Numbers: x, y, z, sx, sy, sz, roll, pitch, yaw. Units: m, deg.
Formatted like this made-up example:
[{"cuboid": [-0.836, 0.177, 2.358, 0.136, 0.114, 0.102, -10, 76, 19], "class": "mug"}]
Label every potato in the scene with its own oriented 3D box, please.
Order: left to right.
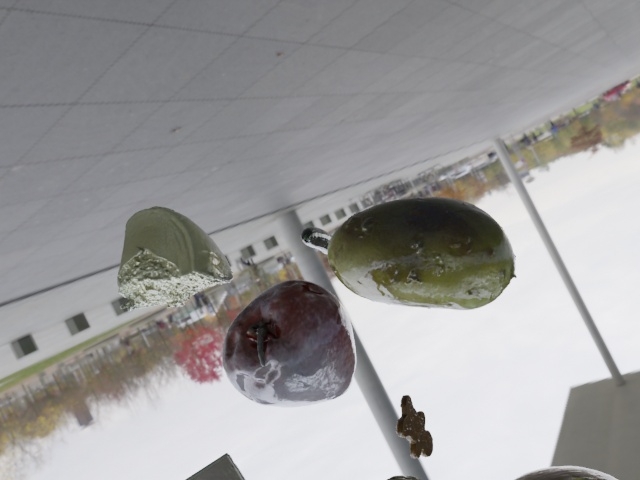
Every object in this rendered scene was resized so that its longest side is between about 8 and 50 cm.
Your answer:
[{"cuboid": [0.166, 0.018, 0.958, 0.307, 0.210, 0.173, 0, 135, -4], "class": "potato"}]

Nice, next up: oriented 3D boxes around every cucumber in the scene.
[{"cuboid": [0.000, 0.000, 1.458, 0.056, 0.056, 0.284, -27, 168, 9], "class": "cucumber"}]

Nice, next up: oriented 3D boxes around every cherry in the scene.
[{"cuboid": [-0.073, 0.272, 1.406, 0.326, 0.335, 0.291, -25, -141, -15], "class": "cherry"}]

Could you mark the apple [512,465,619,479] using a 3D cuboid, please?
[{"cuboid": [0.469, 0.625, 1.048, 0.333, 0.400, 0.400, -14, 180, 4], "class": "apple"}]

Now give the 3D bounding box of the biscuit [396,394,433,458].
[{"cuboid": [0.260, 0.526, 1.575, 0.031, 0.205, 0.138, -14, -139, 31], "class": "biscuit"}]

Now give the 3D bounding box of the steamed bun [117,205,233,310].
[{"cuboid": [-0.378, 0.057, 1.572, 0.272, 0.273, 0.290, -3, 167, 3], "class": "steamed bun"}]

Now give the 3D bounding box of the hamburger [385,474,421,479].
[{"cuboid": [0.299, 0.944, 1.969, 0.285, 0.265, 0.134, -32, -169, 21], "class": "hamburger"}]

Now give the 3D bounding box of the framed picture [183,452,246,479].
[{"cuboid": [-0.272, 0.764, 1.627, 0.192, 0.265, 0.018, -32, 177, 0], "class": "framed picture"}]
